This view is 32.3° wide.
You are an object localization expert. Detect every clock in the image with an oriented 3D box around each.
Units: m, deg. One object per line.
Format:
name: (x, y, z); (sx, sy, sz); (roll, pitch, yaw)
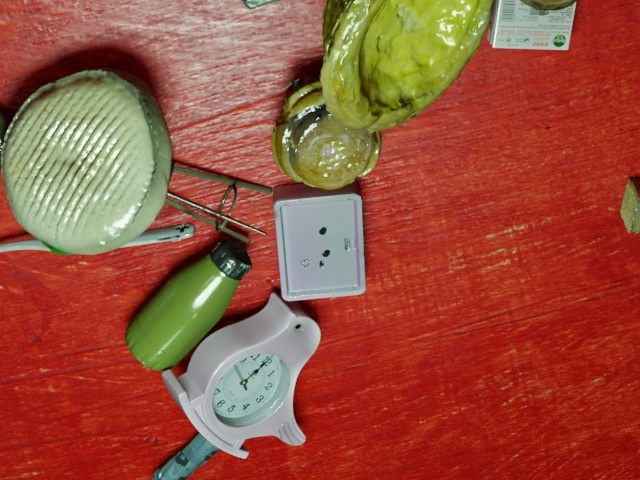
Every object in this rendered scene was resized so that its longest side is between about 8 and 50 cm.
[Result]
clock: (0.000, 0.000, 1.871); (0.150, 0.063, 0.197); (-5, 120, -2)
clock: (-0.098, 0.257, 1.959); (0.275, 0.080, 0.290); (-39, 132, -7)

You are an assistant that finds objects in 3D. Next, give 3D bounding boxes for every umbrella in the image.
umbrella: (-0.220, 0.384, 2.072); (0.250, 0.052, 0.053); (-43, 102, 11)

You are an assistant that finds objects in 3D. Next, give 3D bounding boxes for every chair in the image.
chair: (-0.193, -0.063, 1.805); (0.221, 0.104, 0.095); (24, 132, -20)

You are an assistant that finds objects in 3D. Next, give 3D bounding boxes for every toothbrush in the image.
toothbrush: (-0.405, 0.004, 1.814); (0.418, 0.042, 0.040); (-8, 126, 12)

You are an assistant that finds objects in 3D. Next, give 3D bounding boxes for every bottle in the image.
bottle: (-0.219, 0.105, 1.879); (0.112, 0.112, 0.260); (35, 112, -22)

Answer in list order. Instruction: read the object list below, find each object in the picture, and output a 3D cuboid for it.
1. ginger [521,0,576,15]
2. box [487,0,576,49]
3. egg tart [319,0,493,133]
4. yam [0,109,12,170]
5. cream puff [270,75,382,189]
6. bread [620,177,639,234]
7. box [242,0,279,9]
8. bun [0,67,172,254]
ginger: (0.390, -0.512, 1.560); (0.375, 0.176, 0.256); (-40, 122, 10)
box: (0.328, -0.346, 1.715); (0.125, 0.043, 0.089); (2, 119, -6)
egg tart: (0.109, -0.321, 1.596); (0.345, 0.132, 0.345); (-34, 147, -26)
yam: (-0.548, -0.208, 1.703); (0.071, 0.067, 0.317); (-28, 117, 25)
cream puff: (0.004, -0.175, 1.735); (0.189, 0.129, 0.189); (-9, 126, -12)
bread: (0.572, -0.052, 1.883); (0.109, 0.080, 0.084); (7, 121, -6)
box: (-0.057, -0.438, 1.521); (0.155, 0.231, 0.149); (-14, 120, 4)
bun: (-0.345, -0.116, 1.690); (0.287, 0.146, 0.287); (-2, 82, 13)
